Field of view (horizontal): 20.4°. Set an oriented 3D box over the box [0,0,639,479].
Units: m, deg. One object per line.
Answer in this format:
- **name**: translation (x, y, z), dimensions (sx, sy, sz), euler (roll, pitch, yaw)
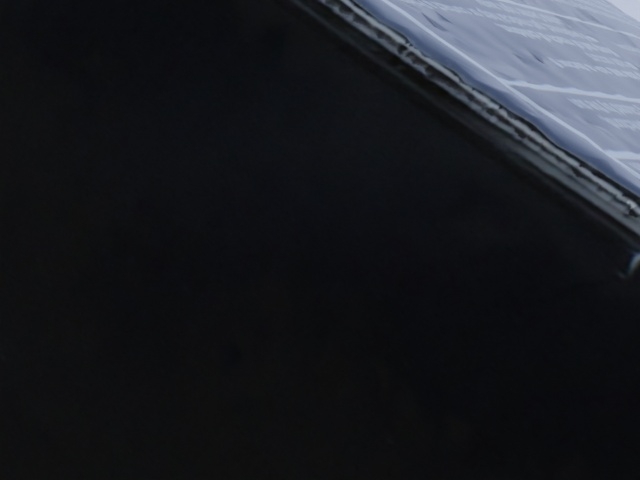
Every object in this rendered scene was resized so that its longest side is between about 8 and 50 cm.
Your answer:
- **box**: translation (0.000, 0.000, 0.489), dimensions (0.294, 0.296, 0.183), euler (37, -72, 23)
